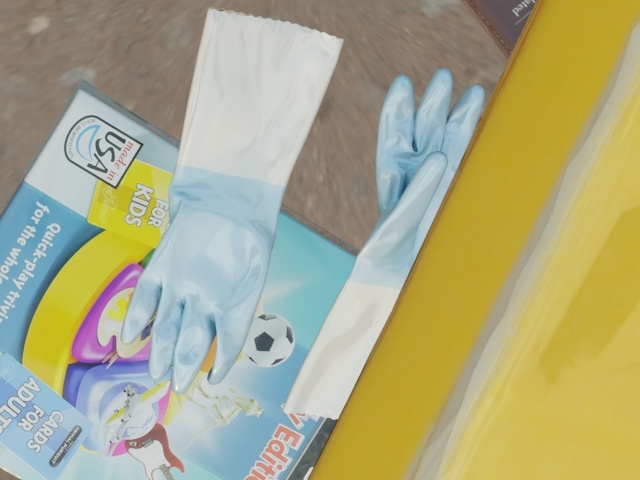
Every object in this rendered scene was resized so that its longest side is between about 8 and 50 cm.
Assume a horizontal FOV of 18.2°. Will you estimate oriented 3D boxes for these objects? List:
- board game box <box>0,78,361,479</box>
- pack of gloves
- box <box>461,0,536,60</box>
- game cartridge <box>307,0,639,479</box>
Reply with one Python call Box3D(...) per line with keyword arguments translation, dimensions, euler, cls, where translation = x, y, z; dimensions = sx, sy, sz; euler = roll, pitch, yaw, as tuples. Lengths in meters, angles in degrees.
Box3D(translation=(-0.090, 0.083, 1.397), dimensions=(0.336, 0.079, 0.254), euler=(31, 95, -10), cls="board game box")
Box3D(translation=(0.000, 0.000, 1.147), dimensions=(0.195, 0.046, 0.232), euler=(11, 106, -23), cls="pack of gloves")
Box3D(translation=(0.185, -0.178, 1.319), dimensions=(0.168, 0.167, 0.203), euler=(-38, 72, 7), cls="box")
Box3D(translation=(0.174, -0.045, 0.453), dimensions=(0.285, 0.052, 0.324), euler=(16, 104, -35), cls="game cartridge")
